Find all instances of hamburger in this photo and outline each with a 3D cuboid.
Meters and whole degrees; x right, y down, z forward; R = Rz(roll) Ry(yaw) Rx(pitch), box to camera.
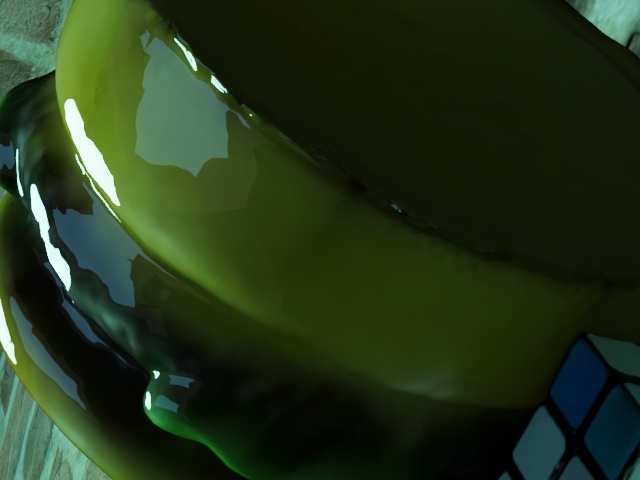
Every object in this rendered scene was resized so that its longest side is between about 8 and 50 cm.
[{"bbox_3d":[0.000,0.000,0.743,0.277,0.396,0.395,-61,27,31],"label":"hamburger"}]

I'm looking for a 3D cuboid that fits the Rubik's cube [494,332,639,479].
[{"bbox_3d":[0.170,0.153,0.575,0.151,0.155,0.154,-67,25,22],"label":"Rubik's cube"}]
